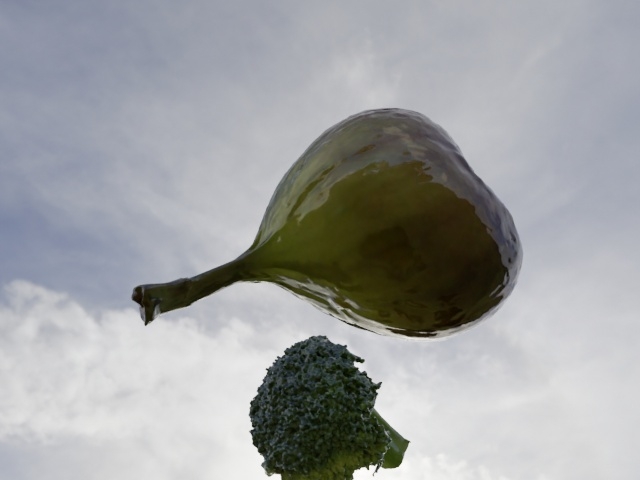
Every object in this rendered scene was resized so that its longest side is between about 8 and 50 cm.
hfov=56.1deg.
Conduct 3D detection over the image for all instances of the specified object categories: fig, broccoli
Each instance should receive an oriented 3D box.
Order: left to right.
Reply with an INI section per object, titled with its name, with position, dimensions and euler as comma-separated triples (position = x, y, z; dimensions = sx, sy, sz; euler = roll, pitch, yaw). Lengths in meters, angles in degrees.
[broccoli]
position = -0.007, 0.345, 1.114
dimensions = 0.249, 0.375, 0.302
euler = -35, -79, -26
[fig]
position = 0.011, -0.010, 0.374
dimensions = 0.231, 0.160, 0.143
euler = 4, -42, -29
